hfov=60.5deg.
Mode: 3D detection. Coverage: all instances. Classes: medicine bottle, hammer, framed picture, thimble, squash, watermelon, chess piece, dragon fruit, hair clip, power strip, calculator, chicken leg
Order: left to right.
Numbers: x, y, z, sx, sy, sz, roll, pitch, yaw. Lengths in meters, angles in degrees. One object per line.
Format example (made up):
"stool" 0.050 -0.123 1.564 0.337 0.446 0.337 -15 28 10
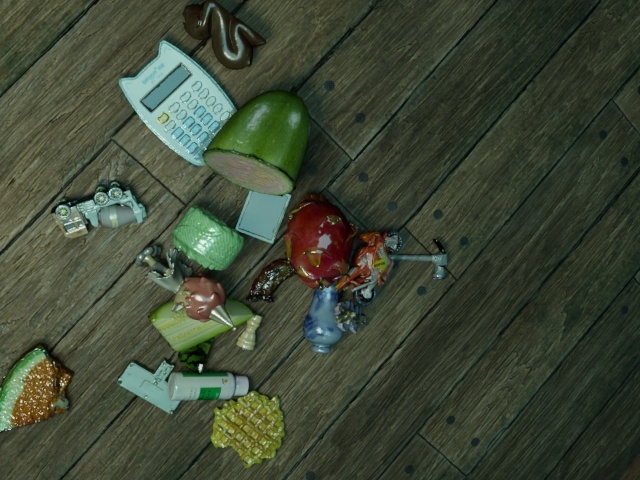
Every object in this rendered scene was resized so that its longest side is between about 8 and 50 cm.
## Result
"power strip" -0.545 0.464 1.825 0.216 0.061 0.145 36 83 -17
"calculator" -0.429 -0.421 1.757 0.256 0.054 0.386 -46 106 -6
"squash" -0.394 0.227 1.807 0.289 0.111 0.203 -27 134 -7
"watermelon" -0.401 0.387 1.856 0.135 0.125 0.094 -47 136 -24
"thimble" -0.357 -0.002 1.748 0.219 0.219 0.150 35 89 -16
"medicine bottle" -0.372 0.486 1.836 0.260 0.095 0.095 7 95 -29
"chess piece" -0.240 0.311 1.886 0.066 0.066 0.122 22 87 -16
"framed picture" -0.196 -0.096 1.877 0.142 0.011 0.183 21 91 -16
"squash" -0.177 -0.341 1.733 0.310 0.310 0.308 21 76 -16
"chicken leg" -0.160 0.133 1.886 0.234 0.063 0.105 -48 112 -6
"dragon fruit" 0.001 -0.004 1.830 0.250 0.250 0.315 25 67 -16
"hair clip" 0.110 0.262 1.889 0.085 0.292 0.106 -9 76 16
"hammer" 0.265 0.070 2.002 0.427 0.044 0.152 0 96 -14

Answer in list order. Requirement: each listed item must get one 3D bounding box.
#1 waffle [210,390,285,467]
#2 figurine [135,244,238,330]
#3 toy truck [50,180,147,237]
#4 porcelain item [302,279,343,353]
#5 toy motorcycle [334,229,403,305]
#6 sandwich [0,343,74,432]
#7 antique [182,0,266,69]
"waffle" -0.254 0.664 1.929 0.291 0.051 0.291 -2 98 -15
"figurine" -0.409 0.164 1.730 0.387 0.207 0.166 40 84 7
"toy truck" -0.684 -0.089 1.705 0.257 0.108 0.140 -22 115 -14
"porcelain item" 0.015 0.260 1.916 0.141 0.141 0.259 8 85 -15
"toy motorcycle" 0.173 0.078 1.908 0.171 0.089 0.298 35 76 -23
"sandwich" -0.889 0.455 1.714 0.212 0.109 0.292 9 97 -22
"antique" -0.315 -0.649 1.730 0.257 0.121 0.143 34 96 -23
